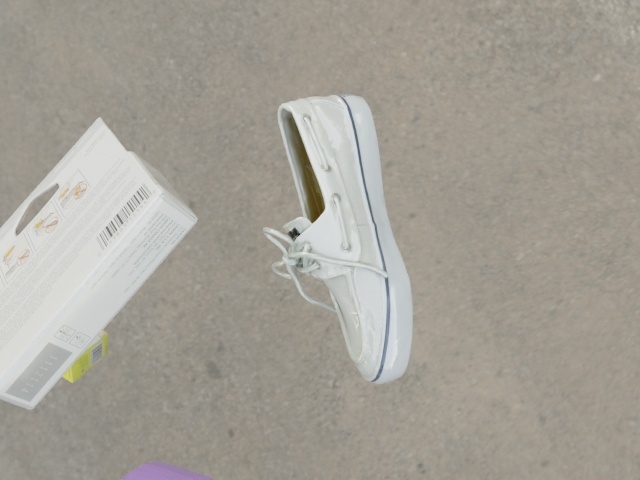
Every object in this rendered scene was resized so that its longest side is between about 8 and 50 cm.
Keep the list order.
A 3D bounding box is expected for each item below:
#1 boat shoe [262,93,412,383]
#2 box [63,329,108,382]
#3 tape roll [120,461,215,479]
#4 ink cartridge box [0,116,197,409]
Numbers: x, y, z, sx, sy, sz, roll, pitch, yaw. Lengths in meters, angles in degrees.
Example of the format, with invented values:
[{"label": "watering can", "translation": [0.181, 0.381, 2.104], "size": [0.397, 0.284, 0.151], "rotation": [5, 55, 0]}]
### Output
[{"label": "boat shoe", "translation": [0.003, -0.003, 0.810], "size": [0.136, 0.157, 0.366], "rotation": [157, 106, -66]}, {"label": "box", "translation": [-0.475, 0.141, 1.121], "size": [0.232, 0.087, 0.058], "rotation": [26, 129, 14]}, {"label": "tape roll", "translation": [-0.245, 0.472, 0.975], "size": [0.090, 0.275, 0.274], "rotation": [10, 98, 22]}, {"label": "ink cartridge box", "translation": [-0.313, 0.013, 0.833], "size": [0.296, 0.066, 0.261], "rotation": [-48, 43, 1]}]
